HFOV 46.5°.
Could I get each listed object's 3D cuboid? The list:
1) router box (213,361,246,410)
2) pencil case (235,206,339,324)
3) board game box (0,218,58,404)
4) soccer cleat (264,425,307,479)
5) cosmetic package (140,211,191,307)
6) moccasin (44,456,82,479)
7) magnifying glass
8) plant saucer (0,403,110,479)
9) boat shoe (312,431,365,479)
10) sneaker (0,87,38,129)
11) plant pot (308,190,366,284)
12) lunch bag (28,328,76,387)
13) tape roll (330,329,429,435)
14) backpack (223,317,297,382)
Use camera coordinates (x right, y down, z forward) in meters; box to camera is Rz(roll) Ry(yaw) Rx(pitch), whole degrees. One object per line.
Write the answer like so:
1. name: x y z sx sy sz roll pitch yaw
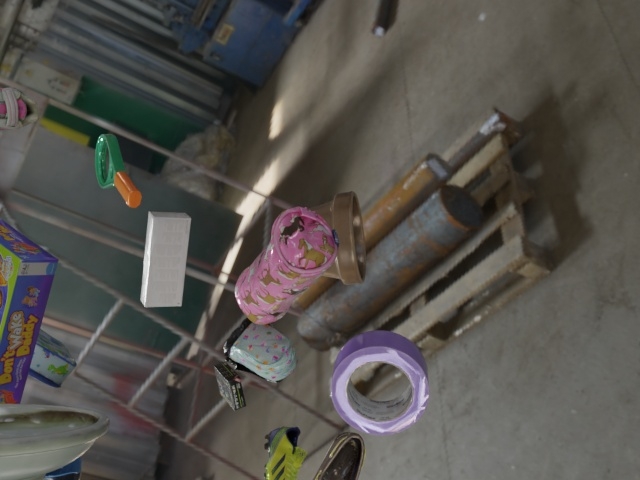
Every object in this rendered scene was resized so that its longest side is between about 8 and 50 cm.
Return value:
1. router box: -0.248 0.397 2.039 0.122 0.038 0.092 27 129 60
2. pencil case: -0.090 0.067 1.738 0.160 0.167 0.386 57 150 11
3. board game box: -0.633 0.149 1.410 0.233 0.078 0.347 26 104 34
4. soccer cleat: -0.094 0.648 2.143 0.121 0.093 0.289 -19 33 5
5. cosmetic package: -0.396 0.048 1.898 0.060 0.098 0.239 34 118 60
6. moccasin: -0.702 0.512 1.633 0.138 0.341 0.117 -81 1 -48
7. magnifying glass: -0.334 -0.109 1.217 0.231 0.026 0.092 40 124 51
8. plant saucer: -0.530 0.321 1.139 0.400 0.400 0.101 169 103 -64
9. boat shoe: 0.025 0.639 1.886 0.324 0.116 0.097 -62 -2 -21
10. sneaker: -0.687 -0.281 1.568 0.252 0.111 0.103 -51 -40 -72
11. plant pot: 0.000 0.000 2.117 0.263 0.229 0.263 -5 -90 -81
12. lunch bag: -0.715 0.272 1.851 0.090 0.176 0.219 -53 33 -10
13. tape roll: 0.116 0.276 1.449 0.189 0.189 0.080 -60 4 17
14. backpack: -0.149 0.287 1.938 0.152 0.182 0.115 -51 -27 -20
